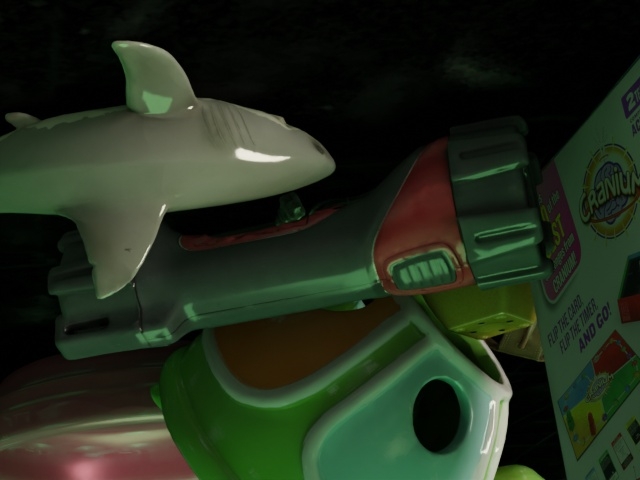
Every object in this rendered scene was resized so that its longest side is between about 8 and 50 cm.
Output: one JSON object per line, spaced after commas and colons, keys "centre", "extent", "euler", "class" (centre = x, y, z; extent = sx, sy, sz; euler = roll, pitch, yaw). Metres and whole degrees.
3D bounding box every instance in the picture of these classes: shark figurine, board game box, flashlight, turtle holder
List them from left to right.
{"centre": [-0.141, -0.013, 0.759], "extent": [0.278, 0.116, 0.166], "euler": [-13, 158, 12], "class": "shark figurine"}
{"centre": [-0.013, 0.000, 0.854], "extent": [0.304, 0.103, 0.103], "euler": [-10, 176, 14], "class": "flashlight"}
{"centre": [0.040, 0.161, 1.042], "extent": [0.227, 0.320, 0.243], "euler": [-42, -177, 11], "class": "turtle holder"}
{"centre": [0.208, 0.074, 0.812], "extent": [0.064, 0.316, 0.242], "euler": [-3, 160, -13], "class": "board game box"}

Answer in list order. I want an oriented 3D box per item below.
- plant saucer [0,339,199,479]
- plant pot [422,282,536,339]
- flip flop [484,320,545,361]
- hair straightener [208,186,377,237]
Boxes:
{"centre": [-0.169, 0.166, 1.285], "extent": [0.332, 0.084, 0.332], "euler": [-6, 161, -2], "class": "plant saucer"}
{"centre": [0.116, 0.024, 0.987], "extent": [0.081, 0.083, 0.081], "euler": [-20, 158, 32], "class": "plant pot"}
{"centre": [0.190, 0.051, 1.089], "extent": [0.277, 0.080, 0.112], "euler": [-17, 158, 26], "class": "flip flop"}
{"centre": [0.000, 0.000, 0.932], "extent": [0.230, 0.047, 0.089], "euler": [-10, 160, 8], "class": "hair straightener"}
